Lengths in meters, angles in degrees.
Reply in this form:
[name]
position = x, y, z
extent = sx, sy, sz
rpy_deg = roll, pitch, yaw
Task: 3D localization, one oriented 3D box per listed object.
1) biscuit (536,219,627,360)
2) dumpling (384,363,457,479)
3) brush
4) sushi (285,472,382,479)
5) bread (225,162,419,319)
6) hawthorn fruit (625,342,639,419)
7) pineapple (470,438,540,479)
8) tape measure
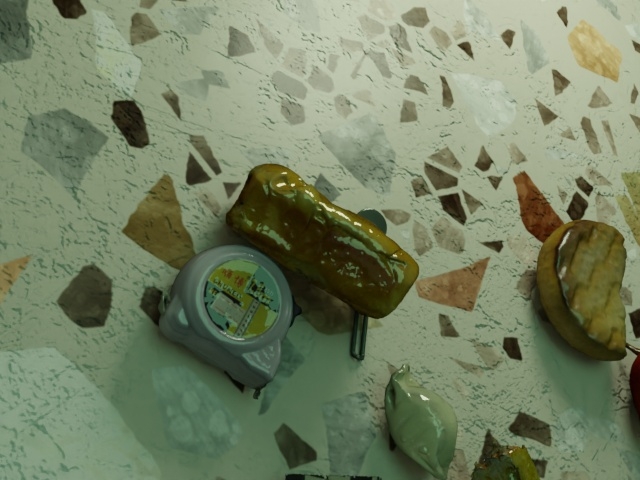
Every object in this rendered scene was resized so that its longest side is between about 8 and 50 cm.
[biscuit]
position = 0.488, 0.079, 1.681
extent = 0.213, 0.091, 0.274
rpy_deg = 31, 57, -19
[dumpling]
position = 0.164, 0.282, 1.401
extent = 0.169, 0.100, 0.134
rpy_deg = 46, 13, 22
[brush]
position = 0.070, 0.070, 1.479
extent = 0.062, 0.027, 0.266
rpy_deg = 18, 63, -22
[sushi]
position = 0.020, 0.437, 1.264
extent = 0.192, 0.040, 0.210
rpy_deg = 12, 59, -34
[bread]
position = 0.000, 0.000, 1.373
extent = 0.294, 0.167, 0.132
rpy_deg = 35, 94, -7
[hawthorn fruit]
position = 0.641, 0.259, 1.652
extent = 0.196, 0.197, 0.225
rpy_deg = -22, 56, -36
[pineapple]
position = 0.287, 0.421, 1.381
extent = 0.079, 0.135, 0.233
rpy_deg = -16, 85, -44
[tape measure]
position = -0.125, 0.101, 1.300
extent = 0.196, 0.105, 0.178
rpy_deg = 37, 61, -9
